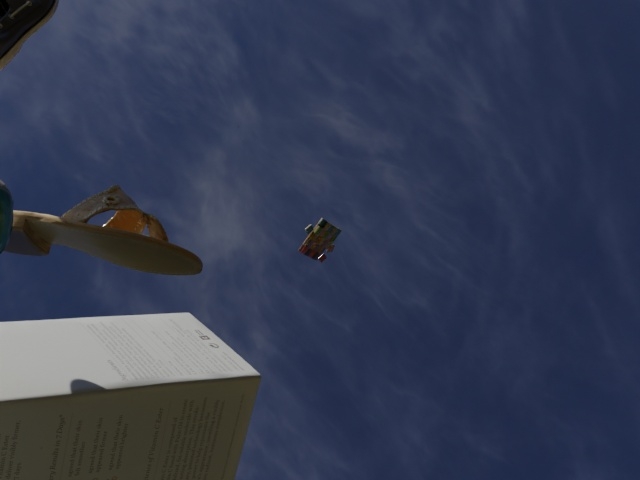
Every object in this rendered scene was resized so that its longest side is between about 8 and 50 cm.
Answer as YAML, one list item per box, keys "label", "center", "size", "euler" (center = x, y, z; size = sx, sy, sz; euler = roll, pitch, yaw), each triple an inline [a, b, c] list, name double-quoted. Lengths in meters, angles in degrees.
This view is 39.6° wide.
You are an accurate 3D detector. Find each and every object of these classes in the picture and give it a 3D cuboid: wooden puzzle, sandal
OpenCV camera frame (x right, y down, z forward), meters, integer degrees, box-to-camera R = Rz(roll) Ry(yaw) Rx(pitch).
- label: "wooden puzzle"
  center: [0.000, 0.000, 1.088]
  size: [0.006, 0.083, 0.049]
  euler: [40, -84, 30]
- label: "sandal"
  center: [-0.232, -0.025, 0.918]
  size: [0.240, 0.088, 0.079]
  euler: [6, -116, 9]

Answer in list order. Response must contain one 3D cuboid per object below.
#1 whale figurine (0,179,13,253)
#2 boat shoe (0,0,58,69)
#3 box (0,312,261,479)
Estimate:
- label: "whale figurine"
  center: [-0.195, 0.019, 0.283]
  size: [0.216, 0.272, 0.141]
  euler: [-9, -119, -42]
- label: "boat shoe"
  center: [-0.369, -0.274, 1.043]
  size: [0.075, 0.206, 0.065]
  euler: [1, -44, 15]
- label: "box"
  center: [-0.268, 0.214, 0.958]
  size: [0.345, 0.168, 0.215]
  euler: [1, -69, -40]
